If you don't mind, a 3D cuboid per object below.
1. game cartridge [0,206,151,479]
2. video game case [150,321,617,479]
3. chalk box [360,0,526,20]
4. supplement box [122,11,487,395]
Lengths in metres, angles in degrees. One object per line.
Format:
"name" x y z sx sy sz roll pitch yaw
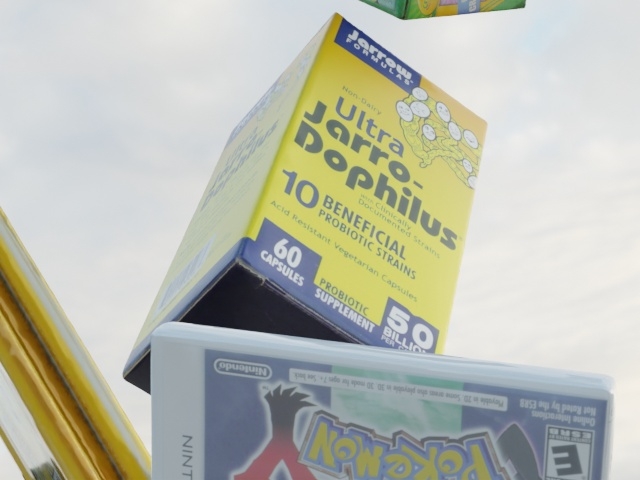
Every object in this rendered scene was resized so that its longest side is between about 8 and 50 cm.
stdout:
"game cartridge" -0.195 0.120 0.850 0.052 0.285 0.324 -29 -9 -23
"video game case" 0.020 0.135 0.532 0.201 0.183 0.023 5 12 18
"chalk box" 0.093 -0.296 1.195 0.213 0.132 0.132 -12 -57 -32
"supplement box" 0.000 0.000 1.097 0.194 0.357 0.195 34 -49 -15
